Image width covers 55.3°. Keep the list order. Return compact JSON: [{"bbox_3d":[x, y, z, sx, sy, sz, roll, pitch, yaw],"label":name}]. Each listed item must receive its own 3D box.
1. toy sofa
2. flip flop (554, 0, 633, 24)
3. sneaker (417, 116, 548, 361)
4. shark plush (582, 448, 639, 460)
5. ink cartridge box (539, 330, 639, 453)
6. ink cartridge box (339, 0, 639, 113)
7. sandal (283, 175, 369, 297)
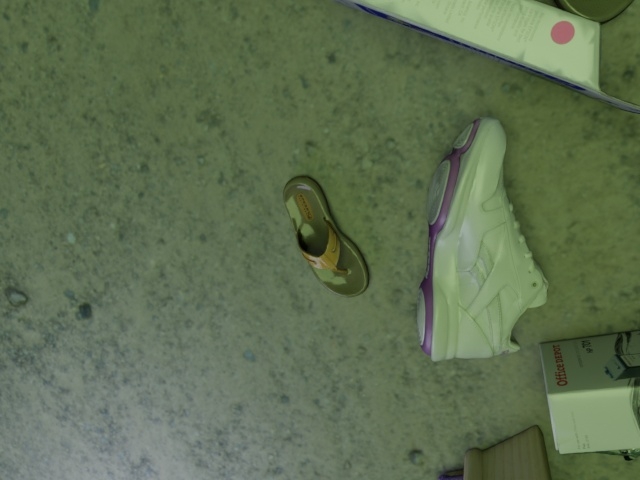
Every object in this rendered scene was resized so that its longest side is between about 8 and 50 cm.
[{"bbox_3d":[0.307,0.447,0.792,0.177,0.150,0.362,-34,94,20],"label":"toy sofa"},{"bbox_3d":[0.335,-0.349,0.605,0.112,0.080,0.277,39,111,3],"label":"flip flop"},{"bbox_3d":[0.202,0.004,0.738,0.152,0.114,0.305,3,110,0],"label":"sneaker"},{"bbox_3d":[0.395,0.266,0.772,0.161,0.073,0.067,-22,128,15],"label":"shark plush"},{"bbox_3d":[0.361,0.169,0.706,0.191,0.139,0.082,-10,103,18],"label":"ink cartridge box"},{"bbox_3d":[0.165,-0.225,0.635,0.371,0.176,0.069,26,109,7],"label":"ink cartridge box"},{"bbox_3d":[0.000,0.000,0.809,0.072,0.049,0.180,-25,97,20],"label":"sandal"}]
